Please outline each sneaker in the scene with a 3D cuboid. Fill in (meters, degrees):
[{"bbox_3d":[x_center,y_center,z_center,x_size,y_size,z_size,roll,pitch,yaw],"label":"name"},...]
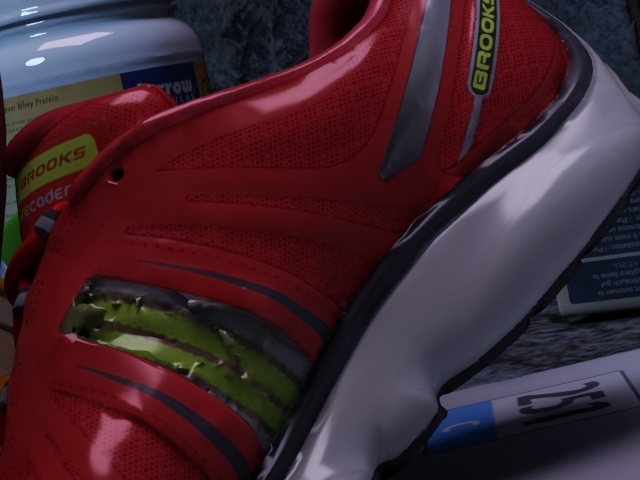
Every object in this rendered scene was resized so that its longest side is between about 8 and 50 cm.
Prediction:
[{"bbox_3d":[-0.040,0.028,0.396,0.279,0.118,0.107,-47,0,-28],"label":"sneaker"}]

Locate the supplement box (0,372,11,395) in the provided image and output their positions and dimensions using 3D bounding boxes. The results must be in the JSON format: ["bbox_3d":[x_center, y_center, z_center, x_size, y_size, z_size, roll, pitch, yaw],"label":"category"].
[{"bbox_3d":[-0.060,0.084,0.458,0.036,0.098,0.062,-18,8,-31],"label":"supplement box"}]

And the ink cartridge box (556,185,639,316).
[{"bbox_3d":[0.269,-0.023,1.048,0.193,0.088,0.234,-8,5,31],"label":"ink cartridge box"}]

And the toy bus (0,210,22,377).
[{"bbox_3d":[-0.123,0.078,0.632,0.104,0.202,0.191,-42,3,17],"label":"toy bus"}]

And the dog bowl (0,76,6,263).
[{"bbox_3d":[-0.242,-0.013,0.343,0.150,0.408,0.408,5,15,43],"label":"dog bowl"}]

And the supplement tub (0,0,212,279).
[{"bbox_3d":[-0.203,-0.079,1.556,0.228,0.316,0.228,-12,5,1],"label":"supplement tub"}]

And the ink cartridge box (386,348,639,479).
[{"bbox_3d":[0.139,0.066,0.374,0.261,0.066,0.296,-13,4,5],"label":"ink cartridge box"}]
